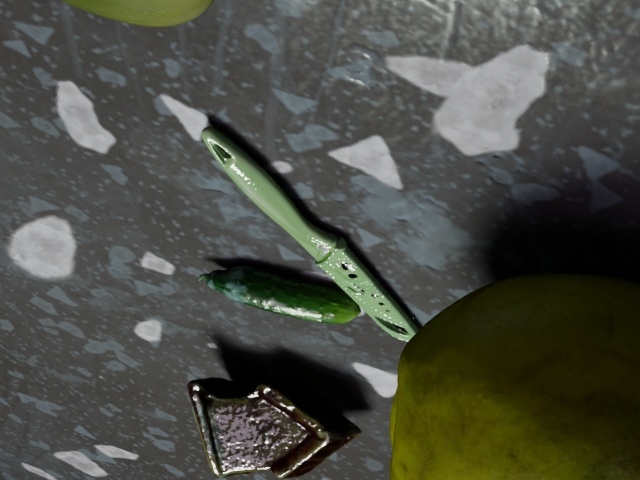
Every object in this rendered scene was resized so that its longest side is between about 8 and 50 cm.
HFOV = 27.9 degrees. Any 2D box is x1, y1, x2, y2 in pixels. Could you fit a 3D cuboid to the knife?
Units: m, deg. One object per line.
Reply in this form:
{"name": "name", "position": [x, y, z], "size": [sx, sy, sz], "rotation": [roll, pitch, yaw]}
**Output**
{"name": "knife", "position": [-0.001, 0.002, 1.061], "size": [0.043, 0.020, 0.293], "rotation": [-9, 137, 39]}

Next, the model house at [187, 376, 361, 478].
{"name": "model house", "position": [-0.034, 0.187, 1.309], "size": [0.152, 0.106, 0.165], "rotation": [-5, 177, 20]}

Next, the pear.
{"name": "pear", "position": [0.201, 0.147, 0.946], "size": [0.307, 0.253, 0.253], "rotation": [13, 148, 2]}

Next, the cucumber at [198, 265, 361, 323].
{"name": "cucumber", "position": [-0.040, 0.047, 1.139], "size": [0.155, 0.037, 0.037], "rotation": [12, 147, 15]}

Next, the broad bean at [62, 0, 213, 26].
{"name": "broad bean", "position": [-0.164, -0.222, 0.746], "size": [0.263, 0.121, 0.189], "rotation": [29, 154, -30]}
